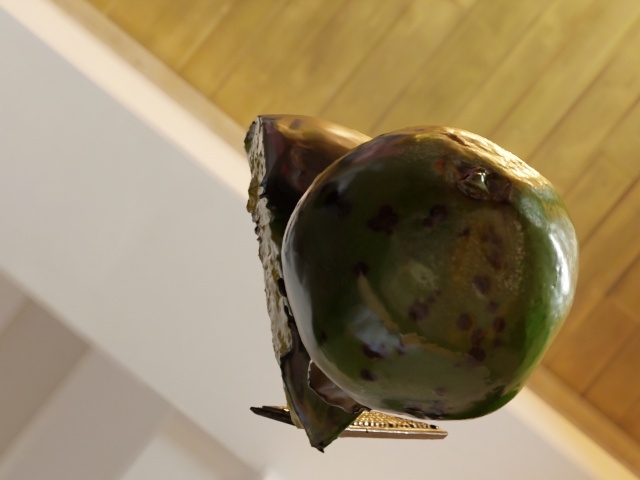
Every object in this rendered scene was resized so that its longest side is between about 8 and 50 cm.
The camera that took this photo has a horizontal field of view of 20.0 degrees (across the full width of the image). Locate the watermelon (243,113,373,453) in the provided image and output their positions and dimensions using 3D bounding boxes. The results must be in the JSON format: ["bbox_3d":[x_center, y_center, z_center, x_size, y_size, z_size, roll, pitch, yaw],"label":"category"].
[{"bbox_3d":[0.000,0.000,1.188,0.301,0.123,0.129,-99,-152,-51],"label":"watermelon"}]

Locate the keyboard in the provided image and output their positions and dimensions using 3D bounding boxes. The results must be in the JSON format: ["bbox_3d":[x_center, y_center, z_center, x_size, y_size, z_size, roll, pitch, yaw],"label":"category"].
[{"bbox_3d":[0.025,0.126,1.254,0.202,0.067,0.011,15,88,-64],"label":"keyboard"}]

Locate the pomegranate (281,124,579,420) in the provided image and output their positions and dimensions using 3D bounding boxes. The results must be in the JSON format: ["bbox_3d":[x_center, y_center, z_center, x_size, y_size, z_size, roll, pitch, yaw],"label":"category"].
[{"bbox_3d":[0.041,0.029,0.882,0.169,0.143,0.122,-49,180,24],"label":"pomegranate"}]
